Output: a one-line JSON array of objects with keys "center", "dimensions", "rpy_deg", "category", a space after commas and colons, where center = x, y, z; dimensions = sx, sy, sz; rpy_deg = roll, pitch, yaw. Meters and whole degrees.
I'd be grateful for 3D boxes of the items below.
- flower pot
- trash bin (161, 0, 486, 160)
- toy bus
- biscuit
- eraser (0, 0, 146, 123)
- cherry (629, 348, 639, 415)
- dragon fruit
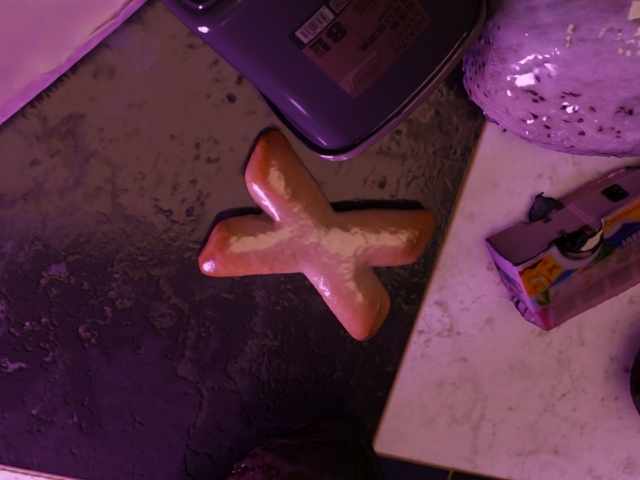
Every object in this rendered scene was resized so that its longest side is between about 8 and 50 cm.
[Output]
[{"center": [-0.058, 0.334, 0.830], "dimensions": [0.267, 0.266, 0.266], "rpy_deg": [-18, 107, 7], "category": "flower pot"}, {"center": [0.005, -0.200, 0.688], "dimensions": [0.209, 0.182, 0.290], "rpy_deg": [-44, 149, 11], "category": "trash bin"}, {"center": [0.319, -0.016, 0.870], "dimensions": [0.274, 0.090, 0.112], "rpy_deg": [-27, 114, -1], "category": "toy bus"}, {"center": [0.000, 0.001, 0.847], "dimensions": [0.208, 0.047, 0.164], "rpy_deg": [25, 99, -14], "category": "biscuit"}, {"center": [-0.268, -0.278, 0.674], "dimensions": [0.359, 0.122, 0.272], "rpy_deg": [-37, 115, 3], "category": "eraser"}, {"center": [0.443, 0.154, 0.886], "dimensions": [0.195, 0.195, 0.195], "rpy_deg": [-2, 106, -8], "category": "cherry"}, {"center": [0.257, -0.200, 0.750], "dimensions": [0.221, 0.204, 0.282], "rpy_deg": [-11, 106, -5], "category": "dragon fruit"}]
